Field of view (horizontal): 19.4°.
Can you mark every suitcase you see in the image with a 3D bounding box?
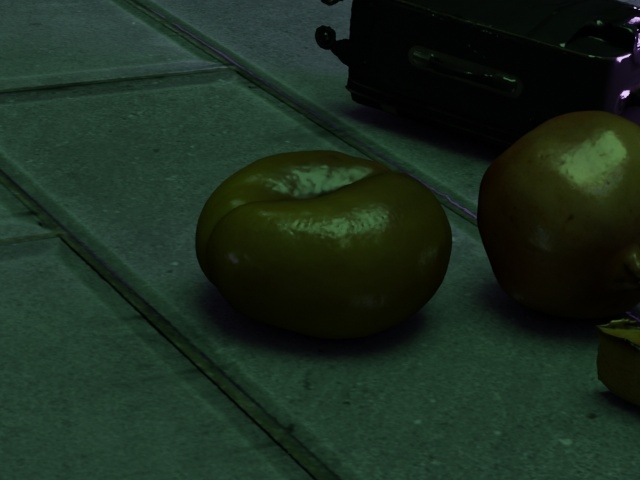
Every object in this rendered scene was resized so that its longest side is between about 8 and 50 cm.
[{"bbox_3d":[0.232,-0.231,2.343,0.434,0.194,0.283,19,26,30],"label":"suitcase"}]

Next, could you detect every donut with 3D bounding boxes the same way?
[{"bbox_3d":[0.339,0.108,1.723,0.146,0.078,0.181,18,20,26],"label":"donut"}]

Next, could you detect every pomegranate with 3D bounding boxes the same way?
[{"bbox_3d":[0.253,-0.026,1.851,0.209,0.209,0.209,4,23,-2],"label":"pomegranate"}]

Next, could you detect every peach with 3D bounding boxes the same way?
[{"bbox_3d":[0.000,0.000,1.815,0.251,0.153,0.251,7,16,-2],"label":"peach"}]
